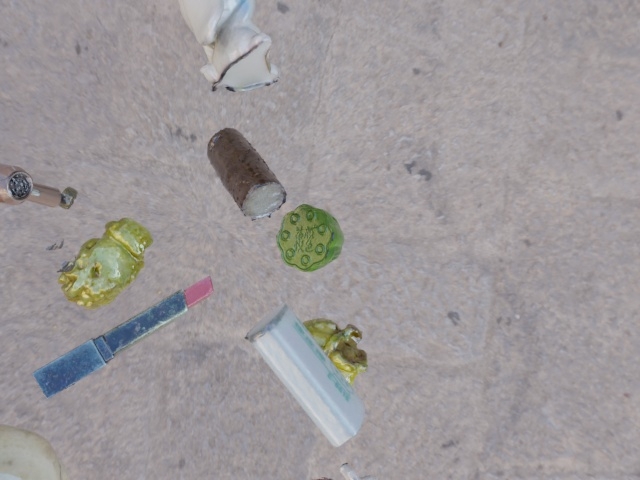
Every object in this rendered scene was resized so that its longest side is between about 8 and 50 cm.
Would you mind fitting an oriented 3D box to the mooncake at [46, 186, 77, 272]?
[{"bbox_3d":[-0.561,-0.039,1.328,0.057,0.347,0.150,14,127,-26],"label":"mooncake"}]

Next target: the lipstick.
[{"bbox_3d":[-0.312,0.153,1.004,0.312,0.051,0.051,-30,90,-16],"label":"lipstick"}]

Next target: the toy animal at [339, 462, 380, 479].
[{"bbox_3d":[0.095,0.477,1.131,0.085,0.071,0.124,-19,107,5],"label":"toy animal"}]

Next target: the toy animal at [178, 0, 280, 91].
[{"bbox_3d":[-0.217,-0.471,1.384,0.174,0.249,0.289,-23,61,-5],"label":"toy animal"}]

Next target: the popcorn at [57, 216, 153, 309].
[{"bbox_3d":[-0.614,0.069,1.753,0.174,0.225,0.286,42,74,-12],"label":"popcorn"}]

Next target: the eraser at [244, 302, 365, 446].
[{"bbox_3d":[-0.029,0.278,1.295,0.104,0.189,0.290,-37,95,3],"label":"eraser"}]

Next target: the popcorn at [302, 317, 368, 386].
[{"bbox_3d":[0.012,0.361,1.820,0.258,0.224,0.270,22,73,23],"label":"popcorn"}]

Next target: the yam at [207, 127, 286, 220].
[{"bbox_3d":[-0.195,-0.169,1.530,0.131,0.280,0.131,-20,136,-20],"label":"yam"}]

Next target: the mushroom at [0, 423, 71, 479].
[{"bbox_3d":[-0.597,0.481,1.026,0.314,0.336,0.314,-2,103,-8],"label":"mushroom"}]

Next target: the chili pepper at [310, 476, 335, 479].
[{"bbox_3d":[-0.001,0.604,1.306,0.065,0.088,0.169,15,61,-13],"label":"chili pepper"}]

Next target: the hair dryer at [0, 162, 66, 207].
[{"bbox_3d":[-0.494,-0.086,1.023,0.117,0.181,0.064,9,87,24],"label":"hair dryer"}]

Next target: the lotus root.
[{"bbox_3d":[0.000,0.000,1.659,0.186,0.186,0.186,0,92,-10],"label":"lotus root"}]
